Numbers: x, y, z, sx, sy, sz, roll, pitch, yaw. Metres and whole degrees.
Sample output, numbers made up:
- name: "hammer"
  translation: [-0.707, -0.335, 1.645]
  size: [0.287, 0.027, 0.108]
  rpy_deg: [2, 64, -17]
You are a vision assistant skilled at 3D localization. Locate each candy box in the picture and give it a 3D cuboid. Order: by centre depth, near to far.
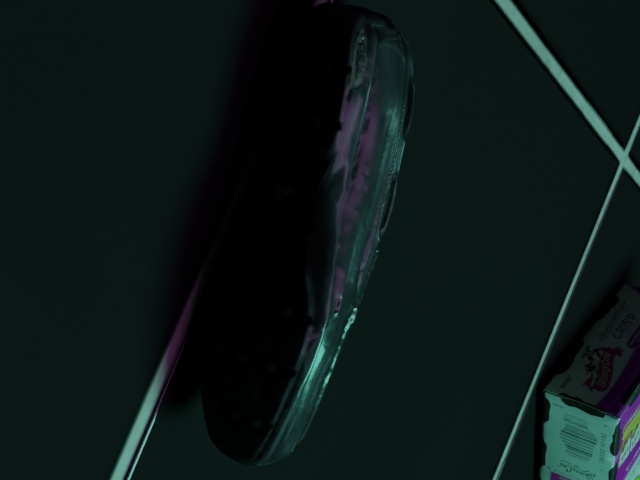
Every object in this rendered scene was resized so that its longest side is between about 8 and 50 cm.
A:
- name: "candy box"
  translation: [0.254, 0.177, 1.205]
  size: [0.159, 0.071, 0.233]
  rpy_deg: [-44, 141, -40]

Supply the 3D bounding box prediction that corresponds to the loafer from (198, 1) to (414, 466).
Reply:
- name: "loafer"
  translation: [0.000, 0.000, 0.663]
  size: [0.078, 0.076, 0.223]
  rpy_deg: [8, 97, -52]
